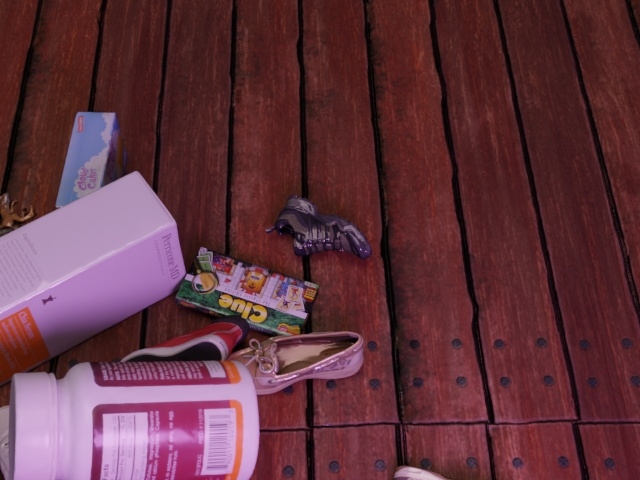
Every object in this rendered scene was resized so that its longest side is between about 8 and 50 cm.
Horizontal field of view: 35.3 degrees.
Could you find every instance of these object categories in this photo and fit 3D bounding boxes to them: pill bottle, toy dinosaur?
[{"bbox_3d":[-0.319,0.317,1.704,0.392,0.224,0.224,2,52,-20],"label":"pill bottle"},{"bbox_3d":[-0.651,-0.020,2.121,0.112,0.064,0.211,-15,39,1],"label":"toy dinosaur"}]

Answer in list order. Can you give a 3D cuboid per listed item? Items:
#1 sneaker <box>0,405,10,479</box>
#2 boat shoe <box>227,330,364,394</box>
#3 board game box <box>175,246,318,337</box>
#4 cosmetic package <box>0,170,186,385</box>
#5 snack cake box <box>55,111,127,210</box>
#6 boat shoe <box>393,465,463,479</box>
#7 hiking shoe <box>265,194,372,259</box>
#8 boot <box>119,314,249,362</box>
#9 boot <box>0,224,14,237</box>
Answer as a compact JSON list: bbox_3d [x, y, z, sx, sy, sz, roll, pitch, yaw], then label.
[{"bbox_3d":[-0.515,0.399,1.774,0.110,0.118,0.292,-27,57,-15],"label":"sneaker"},{"bbox_3d":[-0.059,0.220,1.914,0.285,0.089,0.104,-11,55,-6],"label":"boat shoe"},{"bbox_3d":[-0.146,0.109,2.019,0.260,0.030,0.136,18,58,6],"label":"board game box"},{"bbox_3d":[-0.498,0.080,1.938,0.453,0.230,0.161,-29,60,-18],"label":"cosmetic package"},{"bbox_3d":[-0.481,-0.127,2.134,0.089,0.152,0.264,1,54,1],"label":"snack cake box"},{"bbox_3d":[0.230,0.456,1.750,0.224,0.080,0.073,12,60,16],"label":"boat shoe"},{"bbox_3d":[0.000,0.000,2.092,0.227,0.086,0.114,28,72,26],"label":"hiking shoe"},{"bbox_3d":[-0.260,0.214,1.936,0.244,0.088,0.176,-17,11,20],"label":"boot"},{"bbox_3d":[-0.744,-0.001,2.024,0.270,0.089,0.236,-4,25,8],"label":"boot"}]
